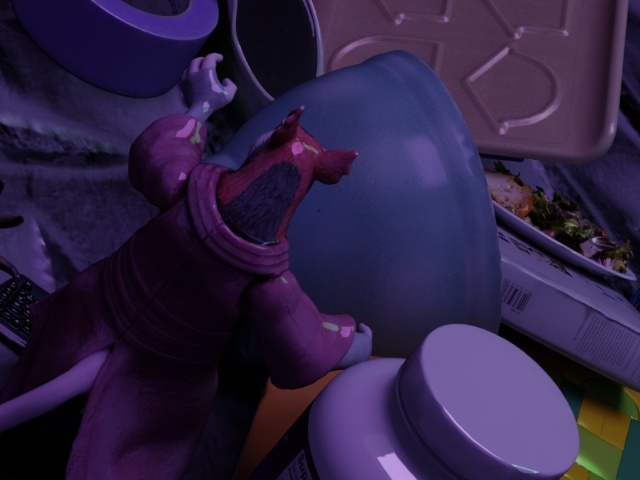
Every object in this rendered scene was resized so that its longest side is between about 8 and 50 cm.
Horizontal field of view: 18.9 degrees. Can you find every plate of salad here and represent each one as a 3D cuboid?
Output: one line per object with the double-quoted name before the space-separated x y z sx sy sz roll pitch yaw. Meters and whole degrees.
"plate of salad" 0.230 -0.021 1.895 0.200 0.048 0.200 29 9 -5

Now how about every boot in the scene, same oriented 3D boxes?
"boot" -0.059 -0.219 1.958 0.088 0.176 0.244 -18 74 -6

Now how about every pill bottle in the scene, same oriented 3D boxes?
"pill bottle" 0.030 0.205 1.305 0.181 0.323 0.181 26 33 -19

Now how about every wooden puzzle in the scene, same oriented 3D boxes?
"wooden puzzle" 0.140 -0.194 2.000 0.348 0.080 0.322 4 46 10

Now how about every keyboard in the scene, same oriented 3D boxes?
"keyboard" -0.172 0.084 1.530 0.192 0.038 0.100 36 32 -5

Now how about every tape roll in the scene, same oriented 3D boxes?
"tape roll" -0.198 -0.232 1.865 0.189 0.080 0.189 26 35 -19

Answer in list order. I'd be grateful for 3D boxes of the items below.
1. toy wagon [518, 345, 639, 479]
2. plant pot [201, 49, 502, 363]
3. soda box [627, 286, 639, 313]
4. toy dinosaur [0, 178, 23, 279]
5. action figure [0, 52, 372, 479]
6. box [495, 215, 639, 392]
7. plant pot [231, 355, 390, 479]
"toy wagon" 0.221 0.232 1.677 0.267 0.068 0.344 31 37 -2
"plant pot" 0.000 0.000 1.619 0.196 0.293 0.293 -12 52 -18
"soda box" 0.421 0.121 2.045 0.210 0.071 0.067 30 33 -13
"toy dinosaur" -0.291 0.041 1.376 0.200 0.127 0.295 11 49 -41
"action figure" -0.115 0.034 1.324 0.248 0.370 0.276 49 38 14
"box" 0.185 0.026 1.835 0.232 0.058 0.322 28 11 -16
"plant pot" 0.035 0.170 1.498 0.188 0.205 0.205 20 33 0
